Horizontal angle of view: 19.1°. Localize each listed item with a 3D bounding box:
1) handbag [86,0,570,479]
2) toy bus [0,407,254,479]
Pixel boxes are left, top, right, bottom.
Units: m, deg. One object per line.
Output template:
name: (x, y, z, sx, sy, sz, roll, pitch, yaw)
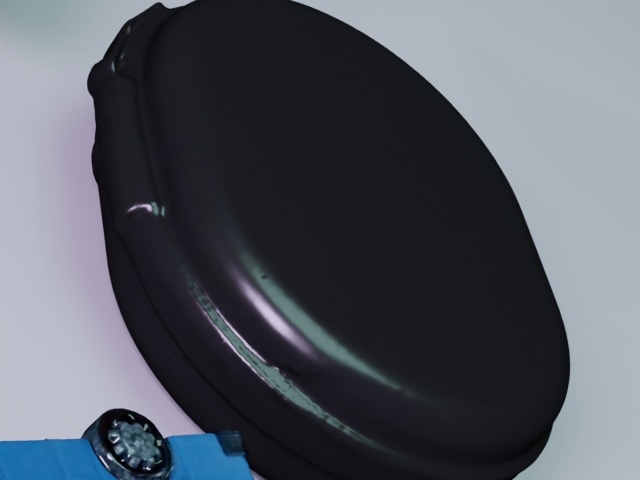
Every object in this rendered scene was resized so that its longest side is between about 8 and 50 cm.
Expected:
handbag: (-0.001, 0.001, 0.939, 0.254, 0.093, 0.308, 20, 37, -31)
toy bus: (-0.100, 0.124, 0.669, 0.184, 0.090, 0.106, 4, 48, -45)
